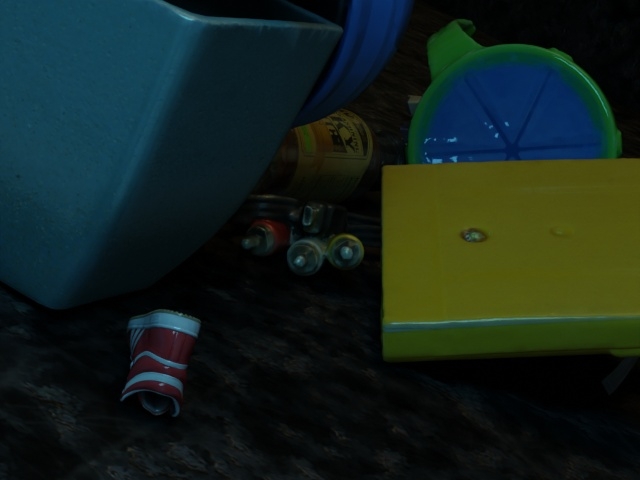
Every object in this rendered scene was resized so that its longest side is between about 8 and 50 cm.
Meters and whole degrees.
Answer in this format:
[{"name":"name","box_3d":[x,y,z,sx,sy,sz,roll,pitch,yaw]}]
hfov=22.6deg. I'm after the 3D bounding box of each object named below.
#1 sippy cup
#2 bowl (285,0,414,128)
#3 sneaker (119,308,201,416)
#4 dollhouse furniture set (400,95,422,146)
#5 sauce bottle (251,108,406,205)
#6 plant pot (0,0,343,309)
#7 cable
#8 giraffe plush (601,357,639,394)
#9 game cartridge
[{"name":"sippy cup","box_3d":[0.236,-0.101,1.846,0.240,0.305,0.224,3,2,16]},{"name":"bowl","box_3d":[-0.102,-0.263,1.322,0.391,0.391,0.077,29,42,21]},{"name":"sneaker","box_3d":[-0.114,0.087,1.086,0.042,0.067,0.118,17,-14,-13]},{"name":"dollhouse furniture set","box_3d":[0.090,-0.115,1.997,0.081,0.091,0.114,-9,24,21]},{"name":"sauce bottle","box_3d":[-0.008,-0.089,1.679,0.111,0.111,0.344,29,14,22]},{"name":"plant pot","box_3d":[-0.175,-0.094,1.189,0.248,0.252,0.247,28,15,19]},{"name":"cable","box_3d":[0.000,0.000,1.552,0.140,0.072,0.287,9,-1,16]},{"name":"giraffe plush","box_3d":[0.289,0.056,1.587,0.210,0.181,0.170,-30,33,-27]},{"name":"game cartridge","box_3d":[0.214,0.012,1.427,0.324,0.052,0.285,0,30,3]}]
